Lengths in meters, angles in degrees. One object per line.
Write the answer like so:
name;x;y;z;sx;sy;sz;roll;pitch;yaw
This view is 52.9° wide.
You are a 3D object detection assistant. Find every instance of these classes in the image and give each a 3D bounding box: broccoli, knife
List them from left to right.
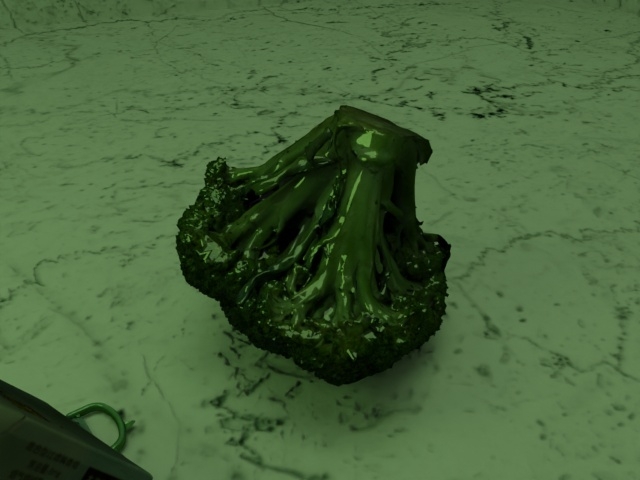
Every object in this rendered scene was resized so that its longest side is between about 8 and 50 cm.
knife;-0.171;0.215;0.590;0.054;0.015;0.212;-20;37;-32
broccoli;0.000;0.000;0.689;0.321;0.283;0.304;24;25;3

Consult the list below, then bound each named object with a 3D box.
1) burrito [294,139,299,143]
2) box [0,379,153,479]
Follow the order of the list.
burrito;0.005;-0.133;1.113;0.149;0.041;0.055;29;55;31
box;-0.254;0.145;0.488;0.155;0.243;0.067;19;66;28
